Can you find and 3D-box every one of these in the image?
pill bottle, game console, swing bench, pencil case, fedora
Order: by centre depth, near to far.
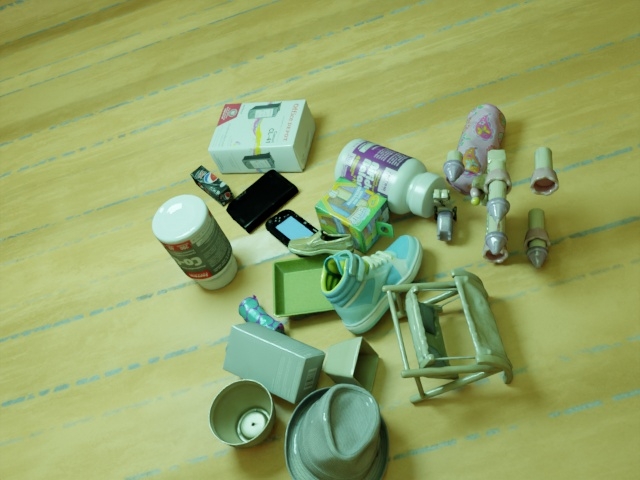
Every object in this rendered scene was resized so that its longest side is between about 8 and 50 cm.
[{"bbox_3d":[0.052,0.431,1.411,0.244,0.124,0.275,24,45,3],"label":"fedora"},{"bbox_3d":[0.304,0.221,1.515,0.255,0.165,0.253,-15,51,7],"label":"swing bench"},{"bbox_3d":[-0.161,0.217,1.733,0.152,0.064,0.070,38,89,35],"label":"pencil case"},{"bbox_3d":[-0.347,0.015,1.802,0.161,0.283,0.161,-9,53,12],"label":"pill bottle"},{"bbox_3d":[0.203,-0.176,1.838,0.301,0.169,0.169,26,66,32],"label":"pill bottle"},{"bbox_3d":[0.461,-0.270,1.862,0.124,0.124,0.284,9,57,24],"label":"pencil case"},{"bbox_3d":[-0.118,-0.074,1.948,0.213,0.044,0.361,-42,54,-14],"label":"game console"}]

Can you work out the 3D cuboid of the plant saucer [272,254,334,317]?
[{"bbox_3d":[-0.037,0.132,1.758,0.188,0.045,0.188,-8,52,4],"label":"plant saucer"}]

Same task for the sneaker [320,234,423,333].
[{"bbox_3d":[0.129,0.064,1.648,0.319,0.208,0.127,-52,28,-21],"label":"sneaker"}]

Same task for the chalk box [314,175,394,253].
[{"bbox_3d":[0.112,-0.061,1.799,0.213,0.132,0.132,30,67,26],"label":"chalk box"}]

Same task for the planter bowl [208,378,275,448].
[{"bbox_3d":[-0.179,0.438,1.547,0.162,0.109,0.162,-9,52,11],"label":"planter bowl"}]

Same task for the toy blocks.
[{"bbox_3d":[0.428,-0.050,1.595,0.309,0.288,0.260,2,50,15],"label":"toy blocks"}]

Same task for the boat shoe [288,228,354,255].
[{"bbox_3d":[0.000,0.000,1.782,0.190,0.072,0.068,0,32,9],"label":"boat shoe"}]

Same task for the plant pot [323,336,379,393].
[{"bbox_3d":[0.072,0.310,1.569,0.096,0.109,0.109,-4,53,30],"label":"plant pot"}]

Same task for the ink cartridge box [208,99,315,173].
[{"bbox_3d":[-0.194,-0.348,2.120,0.306,0.131,0.226,-1,55,19],"label":"ink cartridge box"}]

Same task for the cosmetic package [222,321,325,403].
[{"bbox_3d":[-0.122,0.305,1.604,0.238,0.107,0.127,21,101,30],"label":"cosmetic package"}]

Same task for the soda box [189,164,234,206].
[{"bbox_3d":[-0.360,-0.183,2.095,0.053,0.060,0.169,-42,53,-15],"label":"soda box"}]
